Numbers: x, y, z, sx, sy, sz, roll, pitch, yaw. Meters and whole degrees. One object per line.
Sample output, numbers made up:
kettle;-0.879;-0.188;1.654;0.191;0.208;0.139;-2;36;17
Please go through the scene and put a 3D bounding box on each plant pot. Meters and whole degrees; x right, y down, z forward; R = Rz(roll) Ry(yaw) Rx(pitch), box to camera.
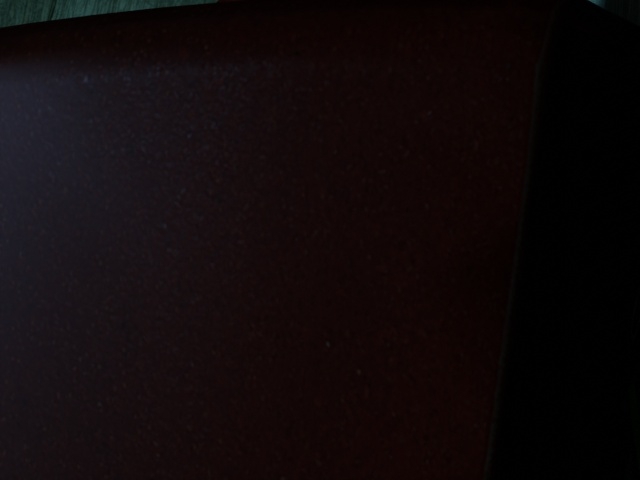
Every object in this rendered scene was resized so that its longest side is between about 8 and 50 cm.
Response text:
plant pot;-0.033;0.058;0.527;0.267;0.236;0.267;-7;-75;-70

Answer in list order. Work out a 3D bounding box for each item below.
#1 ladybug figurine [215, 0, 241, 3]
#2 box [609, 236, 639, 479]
ladybug figurine;0.000;0.000;0.846;0.449;0.162;0.305;-55;-37;-53
box;0.100;0.031;0.414;0.083;0.052;0.062;-79;-3;-61
